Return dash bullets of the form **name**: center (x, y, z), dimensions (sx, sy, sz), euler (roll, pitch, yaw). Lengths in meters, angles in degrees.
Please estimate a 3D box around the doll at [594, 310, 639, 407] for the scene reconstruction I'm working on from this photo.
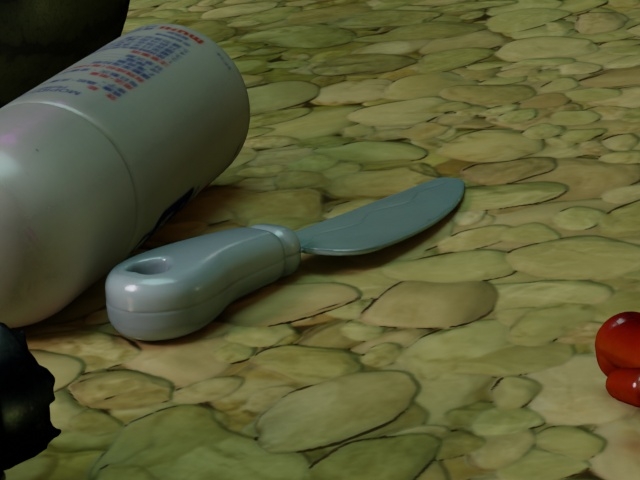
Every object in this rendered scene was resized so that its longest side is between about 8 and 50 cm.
- **doll**: center (0.227, 0.066, 0.871), dimensions (0.142, 0.076, 0.245), euler (-15, 17, -21)

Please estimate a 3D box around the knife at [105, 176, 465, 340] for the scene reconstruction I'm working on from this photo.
- **knife**: center (0.001, 0.000, 1.208), dimensions (0.331, 0.044, 0.080), euler (-19, 21, -41)

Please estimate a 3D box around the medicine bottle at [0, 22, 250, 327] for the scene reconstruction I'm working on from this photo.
- **medicine bottle**: center (-0.162, -0.047, 1.249), dimensions (0.130, 0.130, 0.341), euler (-1, 19, 18)

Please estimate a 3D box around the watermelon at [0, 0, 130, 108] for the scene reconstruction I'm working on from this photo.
- **watermelon**: center (-0.300, -0.217, 1.564), dimensions (0.278, 0.279, 0.359), euler (-2, 20, 15)

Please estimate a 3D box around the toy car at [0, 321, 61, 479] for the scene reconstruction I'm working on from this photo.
- **toy car**: center (-0.255, 0.044, 0.864), dimensions (0.188, 0.255, 0.190), euler (-27, 10, -33)
